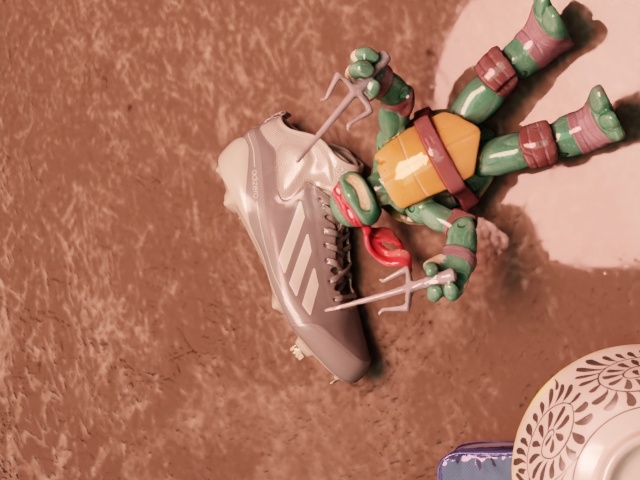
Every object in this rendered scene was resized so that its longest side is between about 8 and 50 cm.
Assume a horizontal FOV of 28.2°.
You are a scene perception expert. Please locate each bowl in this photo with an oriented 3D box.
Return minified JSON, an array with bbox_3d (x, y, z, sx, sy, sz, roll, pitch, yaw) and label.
[{"bbox_3d":[0.207,0.151,0.796,0.170,0.080,0.170,0,88,5],"label":"bowl"}]

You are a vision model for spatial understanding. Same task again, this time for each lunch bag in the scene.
[{"bbox_3d":[0.126,0.175,0.885,0.098,0.065,0.067,-3,88,19],"label":"lunch bag"}]

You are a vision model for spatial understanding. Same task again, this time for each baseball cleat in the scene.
[{"bbox_3d":[0.000,0.000,0.941,0.109,0.072,0.206,-34,81,20],"label":"baseball cleat"}]

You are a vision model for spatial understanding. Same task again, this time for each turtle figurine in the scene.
[{"bbox_3d":[0.078,-0.059,0.868,0.234,0.118,0.175,-31,93,12],"label":"turtle figurine"}]
